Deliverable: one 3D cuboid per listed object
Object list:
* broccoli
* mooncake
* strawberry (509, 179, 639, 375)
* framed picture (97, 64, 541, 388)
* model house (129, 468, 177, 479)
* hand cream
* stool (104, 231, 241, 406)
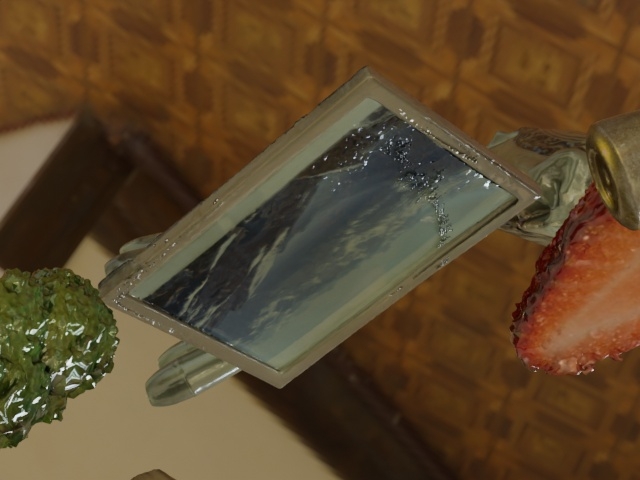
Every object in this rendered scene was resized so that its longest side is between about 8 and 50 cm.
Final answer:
[{"bbox_3d":[-0.271,0.079,1.185,0.186,0.254,0.302,63,-165,11],"label":"broccoli"},{"bbox_3d":[0.307,-0.047,1.922,0.254,0.136,0.250,18,-179,-18],"label":"mooncake"},{"bbox_3d":[0.257,0.001,1.410,0.236,0.106,0.175,-13,124,16],"label":"strawberry"},{"bbox_3d":[0.000,0.000,1.572,0.335,0.022,0.247,-38,135,23],"label":"framed picture"},{"bbox_3d":[-0.178,0.456,1.521,0.382,0.334,0.343,42,-161,15],"label":"model house"},{"bbox_3d":[0.297,-0.079,1.264,0.084,0.203,0.084,159,90,-85],"label":"hand cream"},{"bbox_3d":[-0.120,0.069,1.986,0.195,0.199,0.195,-73,-36,-82],"label":"stool"}]
